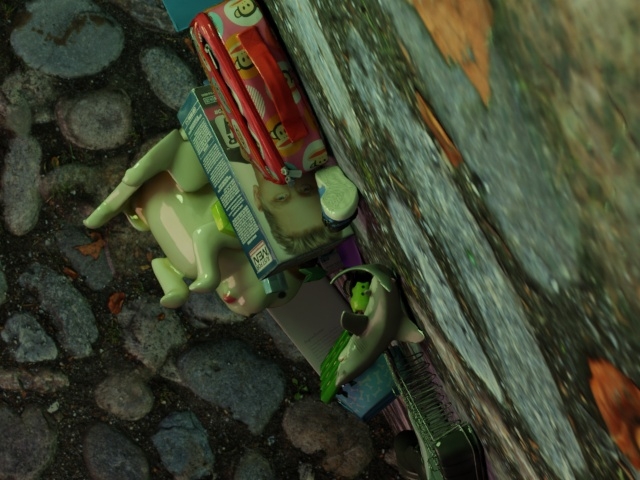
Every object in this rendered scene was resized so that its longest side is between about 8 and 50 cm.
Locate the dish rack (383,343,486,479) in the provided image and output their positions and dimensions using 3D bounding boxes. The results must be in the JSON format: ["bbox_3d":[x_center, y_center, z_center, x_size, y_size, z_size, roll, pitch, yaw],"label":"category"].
[{"bbox_3d":[0.176,0.274,1.311,0.208,0.074,0.271,71,174,-53],"label":"dish rack"}]

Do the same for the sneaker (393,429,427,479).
[{"bbox_3d":[0.231,0.453,1.643,0.286,0.109,0.130,32,143,65],"label":"sneaker"}]

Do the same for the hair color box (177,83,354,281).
[{"bbox_3d":[-0.100,-0.121,1.429,0.347,0.174,0.105,63,147,7],"label":"hair color box"}]

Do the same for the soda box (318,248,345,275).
[{"bbox_3d":[0.000,0.000,1.879,0.183,0.058,0.063,58,174,48],"label":"soda box"}]

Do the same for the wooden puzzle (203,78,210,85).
[{"bbox_3d":[-0.160,-0.271,1.768,0.322,0.080,0.347,45,162,54],"label":"wooden puzzle"}]

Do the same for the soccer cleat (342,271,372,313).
[{"bbox_3d":[0.078,0.087,1.525,0.179,0.060,0.072,-106,18,-78],"label":"soccer cleat"}]

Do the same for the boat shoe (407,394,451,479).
[{"bbox_3d":[0.225,0.387,1.433,0.076,0.083,0.226,40,-147,-70],"label":"boat shoe"}]

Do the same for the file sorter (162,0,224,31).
[{"bbox_3d":[-0.271,-0.527,1.587,0.170,0.118,0.104,73,174,-67],"label":"file sorter"}]

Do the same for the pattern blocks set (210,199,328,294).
[{"bbox_3d":[-0.089,-0.063,1.523,0.026,0.285,0.324,-28,86,42],"label":"pattern blocks set"}]

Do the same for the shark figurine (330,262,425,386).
[{"bbox_3d":[0.105,0.109,1.187,0.116,0.166,0.278,34,144,25],"label":"shark figurine"}]

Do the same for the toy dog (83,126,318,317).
[{"bbox_3d":[-0.207,-0.020,1.612,0.408,0.284,0.395,47,-141,-10],"label":"toy dog"}]

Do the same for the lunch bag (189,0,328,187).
[{"bbox_3d":[-0.091,-0.231,1.227,0.293,0.120,0.258,63,172,-15],"label":"lunch bag"}]

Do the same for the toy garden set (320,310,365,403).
[{"bbox_3d":[0.073,0.207,1.560,0.049,0.203,0.244,32,-175,-3],"label":"toy garden set"}]

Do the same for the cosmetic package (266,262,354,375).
[{"bbox_3d":[-0.026,0.159,1.953,0.453,0.161,0.230,53,180,-19],"label":"cosmetic package"}]

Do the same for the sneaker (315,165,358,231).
[{"bbox_3d":[0.030,-0.045,1.168,0.152,0.058,0.084,-115,6,-61],"label":"sneaker"}]

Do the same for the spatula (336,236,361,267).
[{"bbox_3d":[0.037,0.005,1.618,0.296,0.030,0.084,-139,26,-80],"label":"spatula"}]

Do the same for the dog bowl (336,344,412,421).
[{"bbox_3d":[0.120,0.314,1.688,0.074,0.166,0.297,51,172,16],"label":"dog bowl"}]
